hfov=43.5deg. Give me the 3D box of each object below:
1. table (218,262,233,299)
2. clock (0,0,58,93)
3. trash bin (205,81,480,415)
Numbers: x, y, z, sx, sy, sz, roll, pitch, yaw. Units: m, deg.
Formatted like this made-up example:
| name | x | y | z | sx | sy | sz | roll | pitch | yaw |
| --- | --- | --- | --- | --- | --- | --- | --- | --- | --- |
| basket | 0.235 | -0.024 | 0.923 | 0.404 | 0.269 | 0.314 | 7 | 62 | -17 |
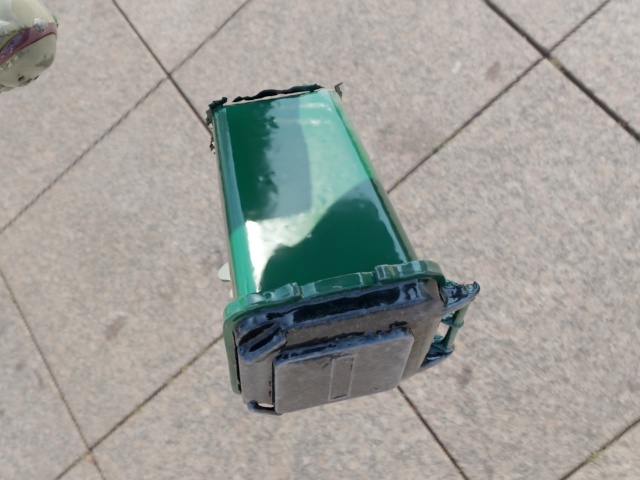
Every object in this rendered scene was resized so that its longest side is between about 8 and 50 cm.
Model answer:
| name | x | y | z | sx | sy | sz | roll | pitch | yaw |
| --- | --- | --- | --- | --- | --- | --- | --- | --- | --- |
| table | -0.096 | 0.057 | 1.464 | 0.166 | 0.166 | 0.198 | -48 | 36 | 4 |
| clock | -0.326 | -0.168 | 0.705 | 0.144 | 0.231 | 0.103 | 1 | 116 | 36 |
| trash bin | 0.000 | 0.000 | 1.033 | 0.295 | 0.259 | 0.381 | -11 | 60 | -9 |
